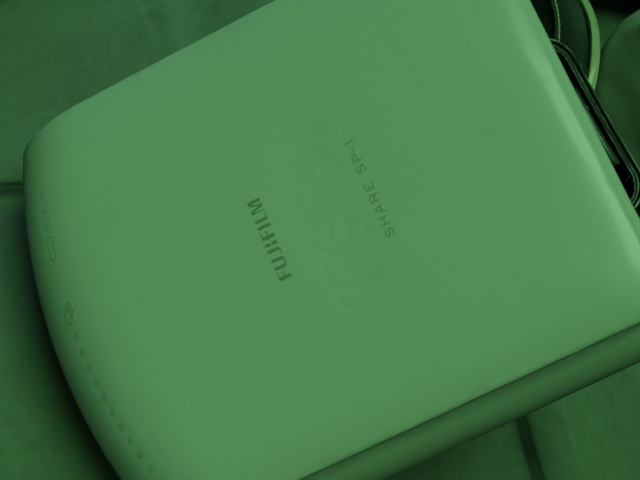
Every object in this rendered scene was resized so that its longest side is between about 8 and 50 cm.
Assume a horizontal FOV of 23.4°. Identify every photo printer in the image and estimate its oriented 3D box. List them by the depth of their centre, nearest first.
[{"bbox_3d":[0.000,0.000,0.811,0.307,0.107,0.256,-26,75,9],"label":"photo printer"}]

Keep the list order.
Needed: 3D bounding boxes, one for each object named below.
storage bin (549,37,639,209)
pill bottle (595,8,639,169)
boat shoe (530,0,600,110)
[{"bbox_3d":[0.084,-0.026,0.921,0.180,0.084,0.122,-24,74,-10],"label":"storage bin"},{"bbox_3d":[0.344,-0.131,1.079,0.301,0.169,0.169,-29,79,-33],"label":"pill bottle"},{"bbox_3d":[0.137,-0.092,1.023,0.065,0.075,0.206,17,63,-19],"label":"boat shoe"}]
